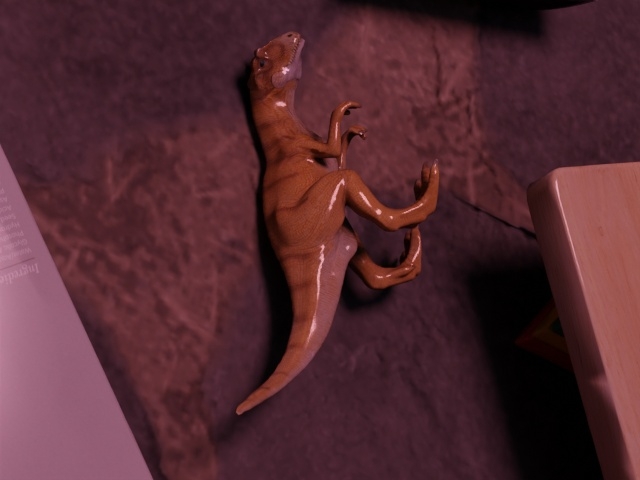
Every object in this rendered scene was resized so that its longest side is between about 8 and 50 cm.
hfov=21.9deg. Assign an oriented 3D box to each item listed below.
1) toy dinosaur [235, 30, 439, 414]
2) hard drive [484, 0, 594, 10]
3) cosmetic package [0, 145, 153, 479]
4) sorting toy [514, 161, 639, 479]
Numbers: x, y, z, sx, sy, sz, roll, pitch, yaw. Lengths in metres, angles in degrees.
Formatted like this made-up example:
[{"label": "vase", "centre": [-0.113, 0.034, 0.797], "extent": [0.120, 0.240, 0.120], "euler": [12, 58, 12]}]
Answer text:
[{"label": "toy dinosaur", "centre": [0.000, 0.000, 0.817], "extent": [0.112, 0.064, 0.211], "euler": [2, 61, -15]}, {"label": "hard drive", "centre": [0.070, -0.256, 0.957], "extent": [0.172, 0.054, 0.255], "euler": [4, 70, -33]}, {"label": "cosmetic package", "centre": [-0.159, 0.050, 0.635], "extent": [0.107, 0.127, 0.238], "euler": [-19, 82, -38]}, {"label": "sorting toy", "centre": [0.224, 0.088, 0.909], "extent": [0.255, 0.089, 0.257], "euler": [-6, 76, -36]}]
